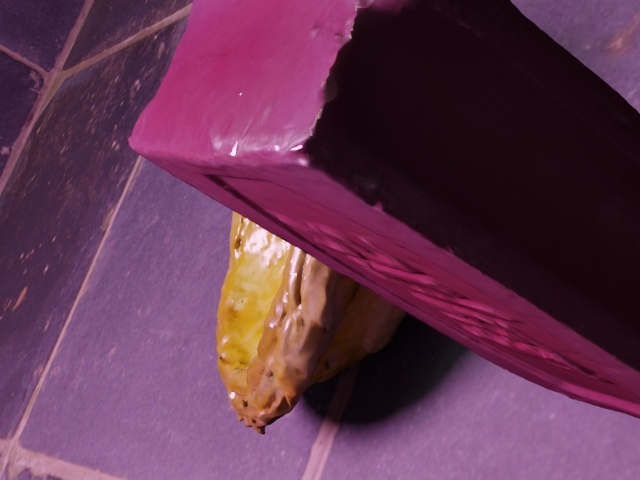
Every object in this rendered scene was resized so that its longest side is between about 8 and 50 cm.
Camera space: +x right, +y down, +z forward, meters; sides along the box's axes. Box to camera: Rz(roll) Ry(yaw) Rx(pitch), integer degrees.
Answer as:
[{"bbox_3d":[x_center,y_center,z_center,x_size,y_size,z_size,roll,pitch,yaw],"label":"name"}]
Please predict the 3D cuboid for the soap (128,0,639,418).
[{"bbox_3d":[0.096,-0.019,0.639,0.233,0.359,0.128,9,71,61],"label":"soap"}]

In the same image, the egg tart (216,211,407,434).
[{"bbox_3d":[0.000,0.000,0.988,0.345,0.132,0.346,-169,90,-72],"label":"egg tart"}]
